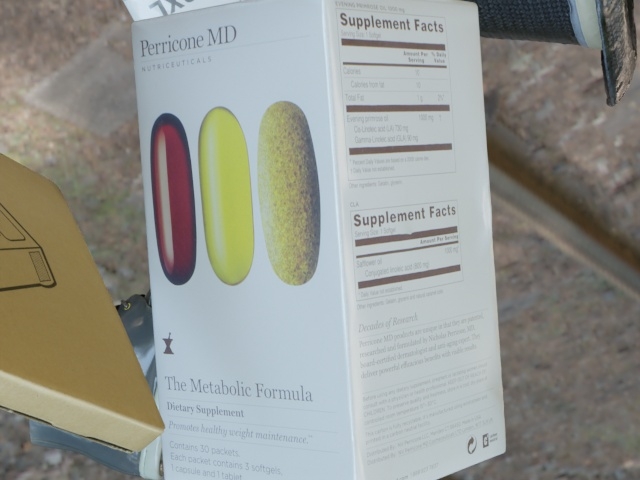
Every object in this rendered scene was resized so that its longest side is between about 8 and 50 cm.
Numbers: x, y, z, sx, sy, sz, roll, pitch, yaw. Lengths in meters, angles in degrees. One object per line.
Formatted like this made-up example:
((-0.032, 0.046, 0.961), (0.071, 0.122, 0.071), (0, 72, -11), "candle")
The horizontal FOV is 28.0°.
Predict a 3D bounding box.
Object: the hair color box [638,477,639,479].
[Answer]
((0.217, 0.297, 0.745), (0.185, 0.374, 0.113), (41, 164, -26), "hair color box")

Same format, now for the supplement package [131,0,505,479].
((0.000, 0.000, 0.675), (0.139, 0.244, 0.134), (-2, -177, 40), "supplement package")

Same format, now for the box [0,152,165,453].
((-0.159, -0.005, 0.509), (0.021, 0.164, 0.201), (-42, 140, 14), "box")

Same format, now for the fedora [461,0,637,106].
((0.141, -0.250, 0.935), (0.152, 0.334, 0.334), (-6, 152, 16), "fedora")

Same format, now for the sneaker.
((-0.158, 0.069, 1.011), (0.118, 0.222, 0.083), (12, 174, 5), "sneaker")

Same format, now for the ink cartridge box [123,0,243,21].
((-0.093, -0.297, 1.177), (0.223, 0.307, 0.129), (-29, -179, 4), "ink cartridge box")
